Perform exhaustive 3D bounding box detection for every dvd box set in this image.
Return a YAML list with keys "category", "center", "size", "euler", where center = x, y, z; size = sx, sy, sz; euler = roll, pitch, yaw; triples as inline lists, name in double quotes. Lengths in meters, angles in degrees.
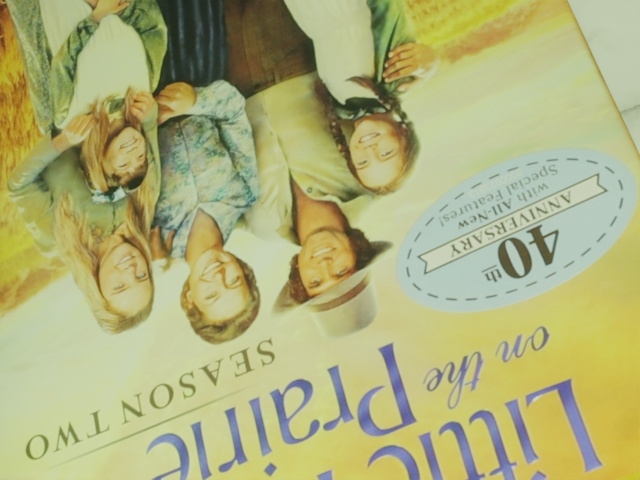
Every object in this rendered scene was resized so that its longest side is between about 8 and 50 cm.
- category: "dvd box set"
  center: [-0.022, -0.015, 0.511]
  size: [0.062, 0.307, 0.420]
  euler: [47, 24, -58]
